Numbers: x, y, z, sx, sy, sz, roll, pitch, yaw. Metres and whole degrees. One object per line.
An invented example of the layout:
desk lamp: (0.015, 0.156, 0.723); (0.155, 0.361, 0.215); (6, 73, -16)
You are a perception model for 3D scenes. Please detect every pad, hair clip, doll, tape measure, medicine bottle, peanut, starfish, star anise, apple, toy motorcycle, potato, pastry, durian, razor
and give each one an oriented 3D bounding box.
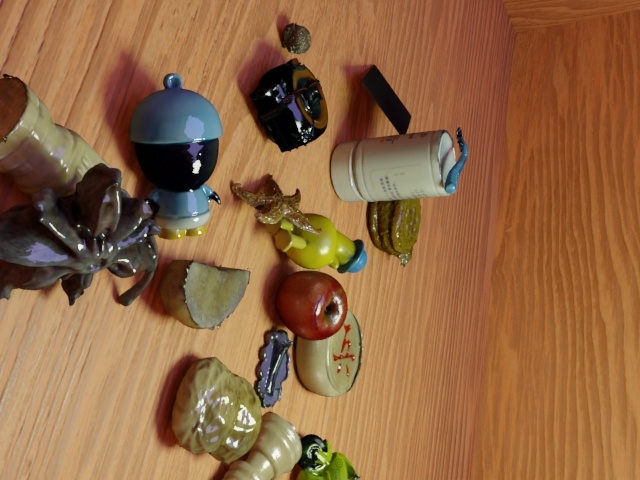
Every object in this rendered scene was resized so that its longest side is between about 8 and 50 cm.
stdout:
pad: (0.214, -0.444, 2.042); (0.220, 0.004, 0.330); (52, 23, -11)
hair clip: (-0.107, 0.319, 1.597); (0.124, 0.052, 0.196); (29, 70, -50)
doll: (-0.276, -0.160, 1.243); (0.177, 0.141, 0.314); (-9, 111, -29)
tape measure: (-0.067, -0.335, 1.601); (0.202, 0.135, 0.223); (59, 36, -27)
medicine bottle: (0.213, -0.212, 1.887); (0.190, 0.332, 0.190); (11, 78, -64)
peanut: (-0.211, 0.358, 1.355); (0.233, 0.110, 0.197); (47, 45, -49)
starfish: (-0.095, -0.085, 1.528); (0.240, 0.043, 0.227); (33, 33, -12)
star anise: (-0.377, -0.001, 1.009); (0.315, 0.359, 0.139); (3, 50, -40)
apple: (-0.025, 0.161, 1.617); (0.181, 0.168, 0.181); (-14, 108, -49)
toy motorcycle: (0.001, 0.689, 1.678); (0.206, 0.142, 0.343); (17, 71, -18)
potato: (-0.246, 0.110, 1.321); (0.243, 0.098, 0.138); (17, 78, -64)
pastry: (0.248, -0.069, 2.150); (0.240, 0.132, 0.235); (-66, 150, -26)
durian: (-0.063, -0.523, 1.669); (0.091, 0.080, 0.080); (81, 23, -58)
razor: (0.387, -0.219, 1.818); (0.253, 0.042, 0.082); (-64, 143, -43)
doll: (0.000, 0.000, 1.682); (0.363, 0.145, 0.199); (17, 36, -54)

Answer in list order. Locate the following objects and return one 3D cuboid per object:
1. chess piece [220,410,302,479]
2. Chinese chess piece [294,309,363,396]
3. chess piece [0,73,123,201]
chess piece: (-0.166, 0.542, 1.439); (0.307, 0.124, 0.139); (-45, 157, -47)
Chinese chess piece: (0.027, 0.302, 1.772); (0.249, 0.103, 0.250); (5, 84, -61)
chess piece: (-0.422, -0.121, 1.030); (0.301, 0.137, 0.137); (51, 46, -61)
